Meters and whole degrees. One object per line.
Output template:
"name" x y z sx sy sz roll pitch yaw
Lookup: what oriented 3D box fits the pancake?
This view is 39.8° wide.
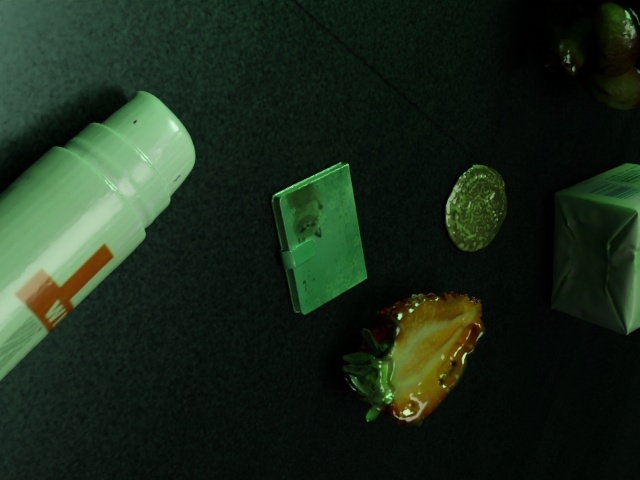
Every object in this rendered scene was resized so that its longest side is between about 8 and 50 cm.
"pancake" 0.191 -0.040 1.074 0.115 0.011 0.114 -14 112 -39

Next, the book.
"book" 0.000 0.000 0.907 0.103 0.017 0.135 -28 120 -35

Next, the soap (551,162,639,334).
"soap" 0.426 0.005 1.217 0.199 0.138 0.182 -20 114 -37

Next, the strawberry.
"strawberry" 0.096 0.124 0.986 0.140 0.085 0.192 40 70 -34

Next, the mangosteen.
"mangosteen" 0.399 -0.280 1.042 0.287 0.233 0.287 -42 149 -33

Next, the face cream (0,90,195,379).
"face cream" -0.225 0.024 0.651 0.345 0.102 0.102 -47 129 -20
